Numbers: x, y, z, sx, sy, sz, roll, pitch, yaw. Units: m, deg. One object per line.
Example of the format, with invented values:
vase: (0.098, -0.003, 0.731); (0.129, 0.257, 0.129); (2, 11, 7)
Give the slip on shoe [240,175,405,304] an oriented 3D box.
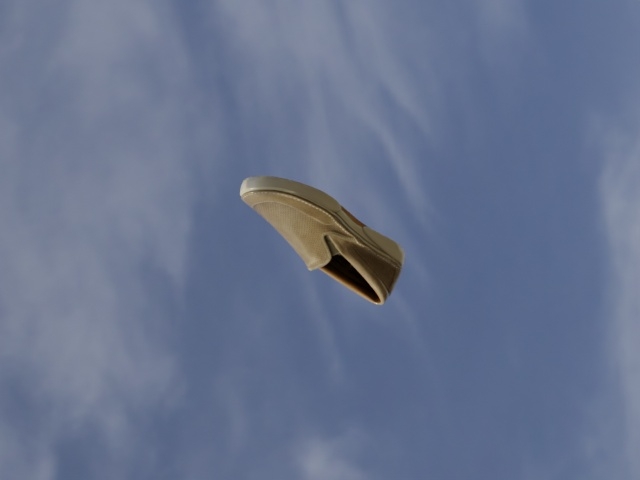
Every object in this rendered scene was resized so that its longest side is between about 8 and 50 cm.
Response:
slip on shoe: (0.000, 0.000, 1.181); (0.135, 0.051, 0.041); (32, -118, -30)
